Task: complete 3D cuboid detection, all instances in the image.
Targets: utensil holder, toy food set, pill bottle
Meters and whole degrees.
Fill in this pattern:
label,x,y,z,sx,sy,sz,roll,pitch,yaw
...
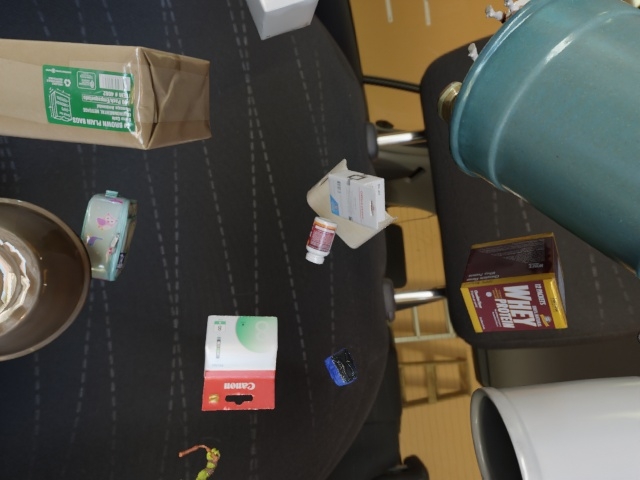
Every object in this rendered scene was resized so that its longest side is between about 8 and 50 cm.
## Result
label,x,y,z,sx,sy,sz,roll,pitch,yaw
utensil holder,0.594,0.495,0.954,0.327,0.384,0.328,-6,90,-89
toy food set,0.120,-0.133,1.583,0.306,0.219,0.092,45,35,-12
pill bottle,0.000,0.000,1.447,0.086,0.085,0.152,-53,161,-80

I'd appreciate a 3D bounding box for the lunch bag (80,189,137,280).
label,x,y,z,sx,sy,sz,roll,pitch,yaw
lunch bag,-0.560,-0.020,1.097,0.279,0.107,0.224,18,-87,68

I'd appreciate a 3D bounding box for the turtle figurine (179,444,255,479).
label,x,y,z,sx,sy,sz,roll,pitch,yaw
turtle figurine,-0.273,0.611,0.960,0.269,0.217,0.087,-49,145,-69

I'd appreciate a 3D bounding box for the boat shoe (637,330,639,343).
label,x,y,z,sx,sy,sz,roll,pitch,yaw
boat shoe,0.394,0.108,0.430,0.125,0.038,0.046,103,-3,-85

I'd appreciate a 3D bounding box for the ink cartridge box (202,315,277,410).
label,x,y,z,sx,sy,sz,roll,pitch,yaw
ink cartridge box,-0.201,0.303,1.039,0.056,0.180,0.225,111,-21,-54

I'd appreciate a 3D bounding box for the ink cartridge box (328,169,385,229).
label,x,y,z,sx,sy,sz,roll,pitch,yaw
ink cartridge box,0.096,-0.100,0.979,0.180,0.060,0.104,27,-50,51

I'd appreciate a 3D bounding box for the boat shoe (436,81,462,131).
label,x,y,z,sx,sy,sz,roll,pitch,yaw
boat shoe,0.278,-0.232,0.787,0.190,0.068,0.072,19,35,-58

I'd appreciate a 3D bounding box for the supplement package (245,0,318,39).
label,x,y,z,sx,sy,sz,roll,pitch,yaw
supplement package,-0.144,-0.785,1.198,0.177,0.175,0.293,-173,-119,-78

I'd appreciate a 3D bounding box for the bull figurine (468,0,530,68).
label,x,y,z,sx,sy,sz,roll,pitch,yaw
bull figurine,0.547,-0.596,1.190,0.101,0.188,0.311,43,-58,55

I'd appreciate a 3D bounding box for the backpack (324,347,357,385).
label,x,y,z,sx,sy,sz,roll,pitch,yaw
backpack,0.082,0.496,1.590,0.120,0.097,0.101,59,-36,16

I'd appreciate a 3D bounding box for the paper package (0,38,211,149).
label,x,y,z,sx,sy,sz,roll,pitch,yaw
paper package,-0.419,-0.287,0.814,0.309,0.324,0.168,-66,162,-69

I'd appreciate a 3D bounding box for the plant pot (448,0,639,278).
label,x,y,z,sx,sy,sz,roll,pitch,yaw
plant pot,0.431,-0.144,0.600,0.334,0.340,0.341,57,-11,39

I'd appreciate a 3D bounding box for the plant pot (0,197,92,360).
label,x,y,z,sx,sy,sz,roll,pitch,yaw
plant pot,-0.588,0.067,0.726,0.280,0.322,0.324,-9,-92,61

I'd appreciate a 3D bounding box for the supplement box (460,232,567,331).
label,x,y,z,sx,sy,sz,roll,pitch,yaw
supplement box,0.452,0.098,0.961,0.194,0.191,0.129,-50,121,-50
